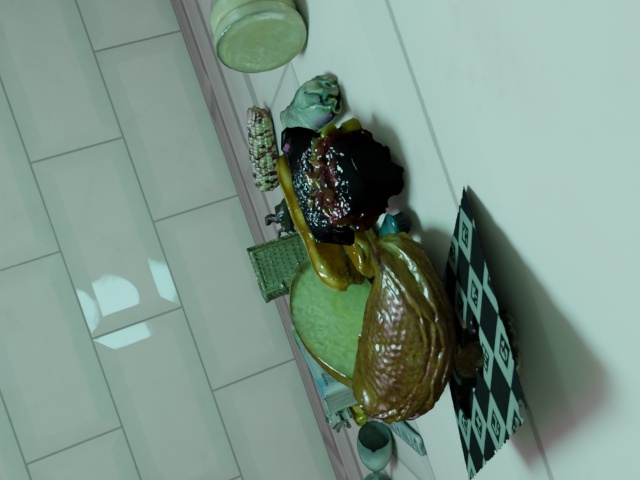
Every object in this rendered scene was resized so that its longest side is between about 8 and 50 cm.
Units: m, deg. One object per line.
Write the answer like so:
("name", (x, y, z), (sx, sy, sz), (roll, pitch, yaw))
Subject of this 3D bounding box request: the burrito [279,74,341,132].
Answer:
("burrito", (-0.023, -0.243, 1.014), (0.096, 0.066, 0.309), (67, 169, -7))

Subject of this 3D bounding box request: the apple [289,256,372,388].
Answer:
("apple", (0.074, 0.168, 0.997), (0.346, 0.254, 0.179), (57, 130, 41))

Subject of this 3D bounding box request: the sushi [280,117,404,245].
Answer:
("sushi", (0.039, -0.094, 0.797), (0.150, 0.153, 0.172), (-21, 65, 60))

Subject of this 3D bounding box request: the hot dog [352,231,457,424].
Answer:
("hot dog", (0.116, 0.118, 0.752), (0.196, 0.122, 0.272), (-99, 14, -65))

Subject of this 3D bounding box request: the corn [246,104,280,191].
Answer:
("corn", (-0.166, -0.265, 1.573), (0.092, 0.092, 0.280), (-122, 22, -45))

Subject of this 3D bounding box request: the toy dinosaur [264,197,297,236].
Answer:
("toy dinosaur", (-0.078, -0.061, 1.646), (0.179, 0.087, 0.187), (-3, 128, 40))

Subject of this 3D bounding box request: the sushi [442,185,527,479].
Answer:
("sushi", (0.200, 0.126, 0.642), (0.290, 0.050, 0.264), (85, -179, -53))

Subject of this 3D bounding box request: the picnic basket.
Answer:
("picnic basket", (-0.079, 0.066, 1.419), (0.134, 0.196, 0.154), (-169, 59, -75))

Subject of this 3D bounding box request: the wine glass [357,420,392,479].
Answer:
("wine glass", (0.071, 0.606, 1.494), (0.096, 0.264, 0.309), (-70, -21, -45))

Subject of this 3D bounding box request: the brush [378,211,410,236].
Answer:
("brush", (0.117, -0.012, 0.852), (0.193, 0.032, 0.043), (71, 174, -81))

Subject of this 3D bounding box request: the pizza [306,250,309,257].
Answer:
("pizza", (0.000, 0.000, 1.269), (0.280, 0.075, 0.287), (-137, 32, -75))

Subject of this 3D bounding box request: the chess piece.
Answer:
("chess piece", (-0.141, -0.481, 0.994), (0.167, 0.167, 0.299), (108, 148, -70))

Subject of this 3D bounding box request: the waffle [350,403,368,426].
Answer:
("waffle", (0.073, 0.411, 1.590), (0.283, 0.065, 0.309), (-132, 27, -59))

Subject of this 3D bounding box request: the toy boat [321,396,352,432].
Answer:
("toy boat", (0.032, 0.459, 1.576), (0.084, 0.066, 0.210), (-59, 36, 32))

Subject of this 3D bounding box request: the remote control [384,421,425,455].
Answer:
("remote control", (0.187, 0.427, 1.217), (0.184, 0.027, 0.050), (15, 125, 70))

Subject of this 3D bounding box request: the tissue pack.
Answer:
("tissue pack", (0.046, 0.299, 1.315), (0.229, 0.159, 0.145), (-122, 17, -46))

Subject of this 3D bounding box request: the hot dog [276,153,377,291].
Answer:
("hot dog", (0.011, -0.060, 1.019), (0.100, 0.135, 0.337), (29, -149, -57))
